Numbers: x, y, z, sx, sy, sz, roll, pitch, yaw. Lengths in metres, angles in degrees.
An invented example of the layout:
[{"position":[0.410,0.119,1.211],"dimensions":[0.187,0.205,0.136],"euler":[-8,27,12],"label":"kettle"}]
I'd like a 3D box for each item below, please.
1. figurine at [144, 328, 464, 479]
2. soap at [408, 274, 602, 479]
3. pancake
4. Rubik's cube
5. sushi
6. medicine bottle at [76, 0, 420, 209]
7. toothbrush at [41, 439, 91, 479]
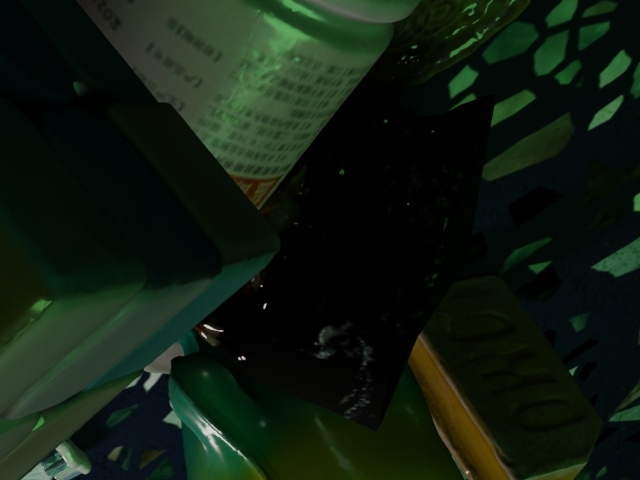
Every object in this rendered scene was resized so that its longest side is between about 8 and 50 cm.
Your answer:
[{"position":[-0.001,0.170,1.580],"dimensions":[0.231,0.340,0.324],"euler":[-44,149,17],"label":"figurine"},{"position":[0.168,0.144,1.804],"dimensions":[0.140,0.232,0.073],"euler":[-10,142,-33],"label":"soap"},{"position":[0.087,-0.194,1.459],"dimensions":[0.235,0.029,0.212],"euler":[-41,150,15],"label":"pancake"},{"position":[-0.285,-0.006,0.976],"dimensions":[0.347,0.344,0.346],"euler":[-42,173,12],"label":"Rubik's cube"},{"position":[0.000,0.001,1.470],"dimensions":[0.215,0.212,0.227],"euler":[96,15,-59],"label":"sushi"},{"position":[-0.098,-0.108,1.237],"dimensions":[0.202,0.202,0.316],"euler":[7,130,-47],"label":"medicine bottle"},{"position":[-0.267,0.138,1.566],"dimensions":[0.040,0.040,0.386],"euler":[-33,154,-1],"label":"toothbrush"}]
